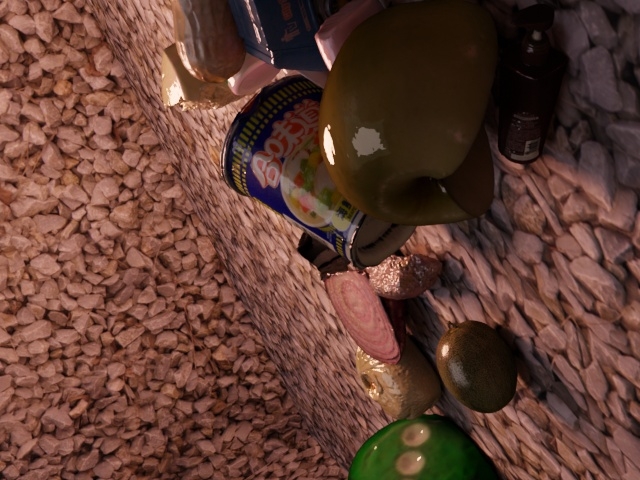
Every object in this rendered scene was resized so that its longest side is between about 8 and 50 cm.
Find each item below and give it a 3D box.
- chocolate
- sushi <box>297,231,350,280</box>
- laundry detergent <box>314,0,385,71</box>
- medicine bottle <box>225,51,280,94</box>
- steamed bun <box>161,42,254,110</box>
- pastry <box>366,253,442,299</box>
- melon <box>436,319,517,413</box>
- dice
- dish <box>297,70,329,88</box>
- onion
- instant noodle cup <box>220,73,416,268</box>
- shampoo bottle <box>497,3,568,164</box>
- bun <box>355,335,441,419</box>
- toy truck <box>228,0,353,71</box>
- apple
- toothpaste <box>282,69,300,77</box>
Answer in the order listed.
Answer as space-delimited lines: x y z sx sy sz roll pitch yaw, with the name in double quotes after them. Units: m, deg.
-0.195 -0.412 1.497 0.134 0.134 0.309 33 139 58 "chocolate"
0.018 -0.004 2.143 0.109 0.134 0.273 66 -176 26 "sushi"
0.114 -0.200 1.375 0.087 0.159 0.335 -9 120 43 "laundry detergent"
-0.201 -0.451 1.903 0.274 0.133 0.133 55 165 11 "medicine bottle"
-0.250 -0.369 2.035 0.170 0.225 0.200 49 160 32 "steamed bun"
0.157 0.069 1.817 0.265 0.102 0.112 -156 77 -76 "pastry"
0.286 0.227 1.660 0.192 0.139 0.139 59 165 -5 "melon"
0.261 0.629 2.215 0.300 0.297 0.287 37 157 53 "dice"
0.011 -0.323 1.618 0.141 0.078 0.141 32 -166 -9 "dish"
0.134 0.155 2.056 0.247 0.111 0.250 61 154 -9 "onion"
0.020 -0.114 1.651 0.312 0.284 0.284 40 158 29 "instant noodle cup"
0.252 -0.188 1.096 0.067 0.068 0.236 51 163 30 "shampoo bottle"
0.179 0.334 2.187 0.244 0.153 0.244 55 169 16 "bun"
-0.063 -0.440 1.413 0.146 0.175 0.367 36 150 53 "toy truck"
0.113 -0.165 1.180 0.295 0.233 0.258 71 -165 -65 "apple"
-0.119 -0.465 1.764 0.323 0.066 0.100 62 165 7 "toothpaste"
